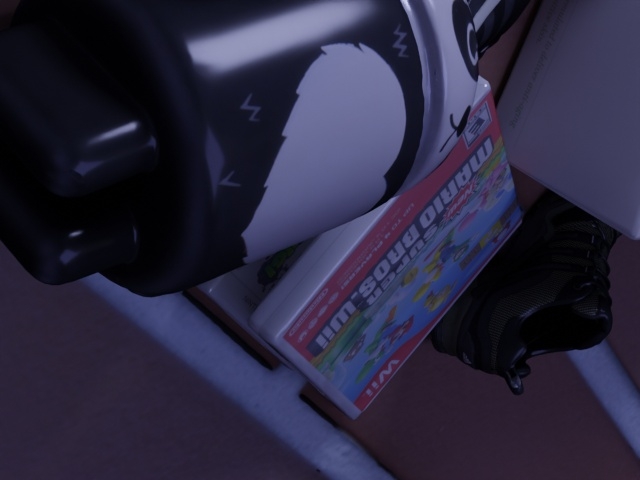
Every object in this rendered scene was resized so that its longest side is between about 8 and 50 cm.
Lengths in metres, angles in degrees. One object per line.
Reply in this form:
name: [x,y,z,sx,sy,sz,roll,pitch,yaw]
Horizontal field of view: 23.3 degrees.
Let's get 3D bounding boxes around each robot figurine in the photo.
robot figurine: [-0.045,-0.074,0.790,0.278,0.209,0.174,-23,95,-37]

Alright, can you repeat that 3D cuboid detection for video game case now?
video game case: [0.000,0.000,1.044,0.157,0.019,0.143,-50,146,-6]
video game case: [0.056,0.016,1.048,0.204,0.025,0.285,-50,162,-5]

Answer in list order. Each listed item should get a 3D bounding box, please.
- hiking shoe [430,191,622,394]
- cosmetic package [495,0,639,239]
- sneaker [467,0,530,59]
hiking shoe: [0.197,0.036,1.221,0.227,0.114,0.086,-40,144,-20]
cosmetic package: [0.312,-0.117,1.192,0.365,0.155,0.197,2,117,-49]
sneaker: [0.078,-0.127,0.970,0.235,0.084,0.097,-47,146,-11]
